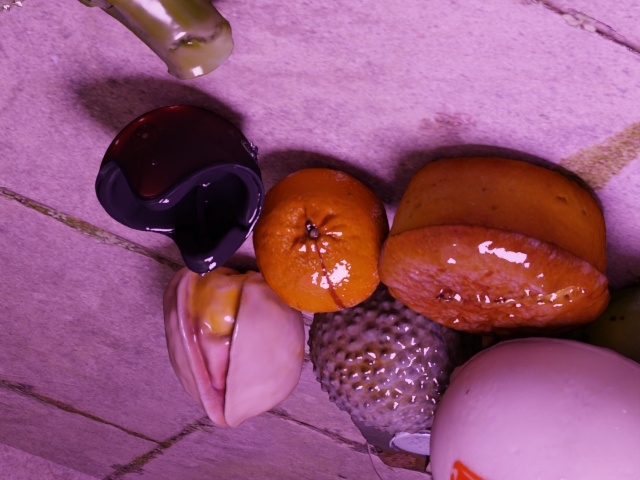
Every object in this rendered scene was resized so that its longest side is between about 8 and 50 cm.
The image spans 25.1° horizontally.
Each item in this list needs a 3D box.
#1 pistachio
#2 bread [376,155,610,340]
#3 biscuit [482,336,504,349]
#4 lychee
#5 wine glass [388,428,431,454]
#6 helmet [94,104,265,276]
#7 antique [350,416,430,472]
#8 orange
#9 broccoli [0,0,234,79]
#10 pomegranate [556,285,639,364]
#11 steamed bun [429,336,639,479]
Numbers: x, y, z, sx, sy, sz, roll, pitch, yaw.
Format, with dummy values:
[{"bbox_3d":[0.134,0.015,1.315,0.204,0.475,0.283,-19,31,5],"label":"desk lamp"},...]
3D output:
[{"bbox_3d":[-0.138,0.161,2.259,0.230,0.230,0.309,9,145,14],"label":"pistachio"},{"bbox_3d":[0.224,0.016,1.820,0.312,0.172,0.312,12,159,5],"label":"bread"},{"bbox_3d":[0.332,0.179,2.237,0.183,0.039,0.174,21,152,-11],"label":"biscuit"},{"bbox_3d":[0.112,0.149,2.061,0.255,0.255,0.274,20,153,-8],"label":"lychee"},{"bbox_3d":[0.171,0.227,2.234,0.111,0.204,0.111,9,153,5],"label":"wine glass"},{"bbox_3d":[-0.176,-0.075,1.830,0.216,0.193,0.189,-7,146,19],"label":"helmet"},{"bbox_3d":[0.147,0.306,2.503,0.150,0.125,0.284,10,154,17],"label":"antique"},{"bbox_3d":[0.000,0.000,1.887,0.193,0.193,0.161,10,-170,13],"label":"orange"},{"bbox_3d":[-0.282,-0.294,1.485,0.353,0.275,0.397,30,178,11],"label":"broccoli"},{"bbox_3d":[0.451,0.202,1.982,0.236,0.236,0.302,-13,126,46],"label":"pomegranate"},{"bbox_3d":[0.303,0.307,1.821,0.374,0.241,0.374,21,140,19],"label":"steamed bun"}]
